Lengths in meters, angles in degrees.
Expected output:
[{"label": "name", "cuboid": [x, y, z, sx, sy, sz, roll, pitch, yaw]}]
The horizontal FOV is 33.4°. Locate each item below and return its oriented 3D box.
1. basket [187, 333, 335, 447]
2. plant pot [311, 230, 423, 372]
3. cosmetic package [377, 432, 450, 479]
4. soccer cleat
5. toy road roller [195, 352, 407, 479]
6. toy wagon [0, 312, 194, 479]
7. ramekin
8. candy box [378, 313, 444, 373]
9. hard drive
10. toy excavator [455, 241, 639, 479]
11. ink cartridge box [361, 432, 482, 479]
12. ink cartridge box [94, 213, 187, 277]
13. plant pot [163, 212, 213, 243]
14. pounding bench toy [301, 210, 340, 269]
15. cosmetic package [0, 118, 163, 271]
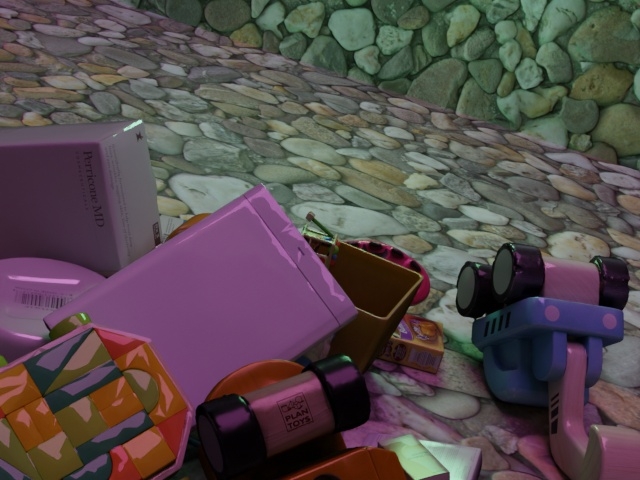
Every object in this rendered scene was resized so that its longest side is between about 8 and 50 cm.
[{"label": "basket", "cuboid": [-0.107, 0.183, 1.553, 0.255, 0.201, 0.289, 25, 61, 14]}, {"label": "plant pot", "cuboid": [0.020, 0.133, 1.759, 0.212, 0.187, 0.212, 22, 24, 15]}, {"label": "cosmetic package", "cuboid": [0.131, 0.323, 1.514, 0.060, 0.041, 0.115, -10, 22, -23]}, {"label": "soccer cleat", "cuboid": [0.040, 0.057, 2.003, 0.331, 0.116, 0.143, 14, -20, 0]}, {"label": "toy road roller", "cuboid": [-0.032, 0.309, 1.318, 0.203, 0.240, 0.329, -18, 82, -24]}, {"label": "toy wagon", "cuboid": [-0.322, 0.249, 1.277, 0.344, 0.068, 0.267, -28, 76, -31]}, {"label": "ramekin", "cuboid": [-0.407, 0.137, 1.547, 0.277, 0.135, 0.277, 14, 23, -6]}, {"label": "candy box", "cuboid": [0.126, 0.170, 1.913, 0.187, 0.053, 0.109, 14, 24, -1]}, {"label": "hard drive", "cuboid": [-0.158, 0.105, 1.437, 0.353, 0.047, 0.233, -33, 78, -17]}, {"label": "toy excavator", "cuboid": [0.402, 0.229, 1.787, 0.222, 0.445, 0.433, 8, -16, -15]}, {"label": "ink cartridge box", "cuboid": [0.138, 0.346, 1.573, 0.179, 0.045, 0.145, 4, 20, 18]}, {"label": "ink cartridge box", "cuboid": [-0.317, 0.012, 1.935, 0.203, 0.085, 0.148, 12, 24, -7]}, {"label": "plant pot", "cuboid": [-0.210, 0.087, 1.733, 0.205, 0.205, 0.188, 27, 42, 23]}, {"label": "pounding bench toy", "cuboid": [0.000, 0.000, 1.699, 0.065, 0.083, 0.052, 16, 23, 2]}, {"label": "cosmetic package", "cuboid": [-0.464, -0.070, 1.718, 0.385, 0.217, 0.156, -2, 18, 22]}]
